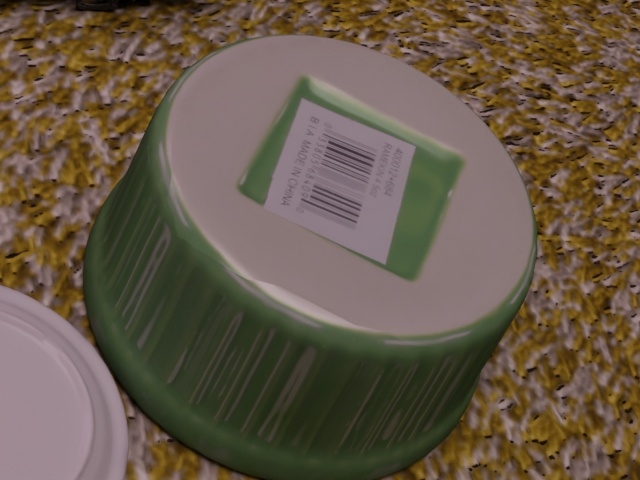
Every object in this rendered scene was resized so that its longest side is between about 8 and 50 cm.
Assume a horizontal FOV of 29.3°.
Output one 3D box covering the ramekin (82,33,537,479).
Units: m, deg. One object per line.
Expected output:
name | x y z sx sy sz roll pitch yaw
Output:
ramekin | 0.000 0.000 0.845 0.303 0.148 0.303 12 49 -15

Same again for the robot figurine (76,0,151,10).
robot figurine | -0.199 -0.278 0.956 0.291 0.211 0.085 -6 52 -19

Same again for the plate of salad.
plate of salad | -0.211 0.110 0.731 0.199 0.048 0.200 20 46 -22
